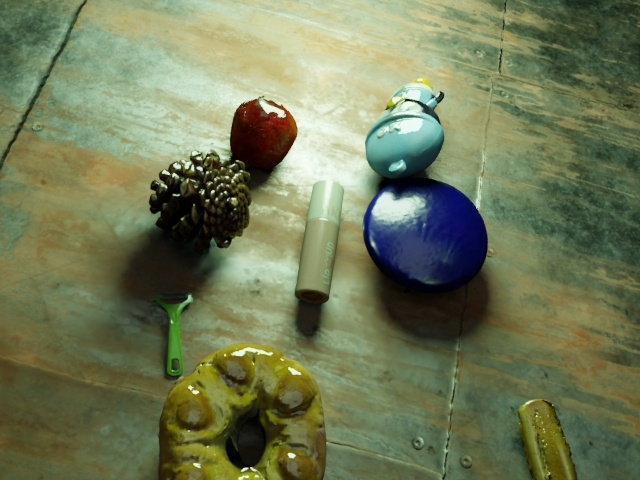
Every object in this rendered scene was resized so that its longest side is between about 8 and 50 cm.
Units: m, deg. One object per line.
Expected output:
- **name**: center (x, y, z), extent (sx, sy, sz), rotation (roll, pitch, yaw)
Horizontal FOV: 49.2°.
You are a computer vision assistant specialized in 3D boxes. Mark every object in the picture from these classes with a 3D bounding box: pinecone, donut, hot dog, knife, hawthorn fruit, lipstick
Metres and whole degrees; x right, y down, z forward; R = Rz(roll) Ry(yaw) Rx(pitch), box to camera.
- **pinecone**: center (-0.238, -0.079, 1.369), extent (0.208, 0.207, 0.207), rotation (4, 63, -8)
- **donut**: center (-0.128, 0.343, 1.188), extent (0.299, 0.150, 0.317), rotation (38, 63, 10)
- **hot dog**: center (0.431, 0.439, 1.288), extent (0.083, 0.068, 0.289), rotation (-13, 69, 9)
- **knife**: center (-0.279, 0.173, 1.320), extent (0.078, 0.022, 0.166), rotation (-3, 63, -6)
- **hawthorn fruit**: center (-0.127, -0.218, 1.492), extent (0.148, 0.148, 0.172), rotation (20, 89, 0)
- **lipstick**: center (0.000, 0.000, 1.429), extent (0.070, 0.070, 0.254), rotation (11, 62, -4)

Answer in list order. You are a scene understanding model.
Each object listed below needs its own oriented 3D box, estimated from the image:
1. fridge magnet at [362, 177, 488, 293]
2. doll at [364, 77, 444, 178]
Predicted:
- **fridge magnet**: center (0.216, -0.011, 1.450), extent (0.266, 0.112, 0.265), rotation (4, 63, -9)
- **doll**: center (0.186, -0.243, 1.529), extent (0.141, 0.177, 0.314), rotation (50, 35, -31)
